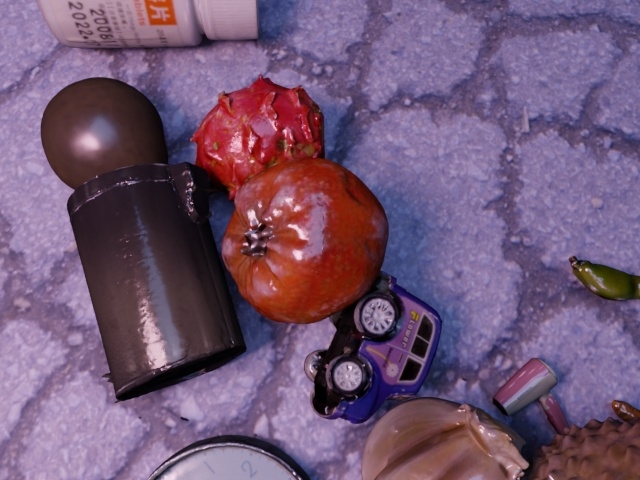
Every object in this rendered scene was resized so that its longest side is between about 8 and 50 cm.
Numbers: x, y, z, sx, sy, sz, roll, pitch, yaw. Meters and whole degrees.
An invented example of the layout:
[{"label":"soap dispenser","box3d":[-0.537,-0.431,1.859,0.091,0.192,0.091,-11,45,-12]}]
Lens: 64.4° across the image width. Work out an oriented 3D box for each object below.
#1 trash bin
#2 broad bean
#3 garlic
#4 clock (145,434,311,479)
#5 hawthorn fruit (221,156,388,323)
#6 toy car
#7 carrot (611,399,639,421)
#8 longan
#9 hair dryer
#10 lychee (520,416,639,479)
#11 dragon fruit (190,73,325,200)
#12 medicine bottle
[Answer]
[{"label":"trash bin","box3d":[-0.244,0.061,0.773,0.252,0.203,0.301,-25,74,18]},{"label":"broad bean","box3d":[0.531,0.082,0.895,0.214,0.048,0.070,25,72,2]},{"label":"garlic","box3d":[0.166,0.331,0.682,0.210,0.237,0.292,31,110,-21]},{"label":"clock","box3d":[-0.139,0.446,0.732,0.313,0.061,0.312,1,73,-3]},{"label":"hawthorn fruit","box3d":[0.000,0.000,0.758,0.272,0.242,0.241,-2,66,-48]},{"label":"toy car","box3d":[0.082,0.175,0.785,0.158,0.172,0.235,28,77,-9]},{"label":"carrot","box3d":[0.564,0.311,0.828,0.191,0.047,0.047,25,72,9]},{"label":"longan","box3d":[-0.356,-0.166,0.847,0.197,0.196,0.220,-15,73,-8]},{"label":"hair dryer","box3d":[0.367,0.281,0.824,0.106,0.054,0.154,-40,83,-10]},{"label":"lychee","box3d":[0.382,0.409,0.576,0.432,0.380,0.380,-29,75,-38]},{"label":"dragon fruit","box3d":[-0.116,-0.160,0.862,0.268,0.210,0.205,-26,38,20]},{"label":"medicine bottle","box3d":[-0.302,-0.468,0.937,0.372,0.211,0.210,-3,72,-4]}]
